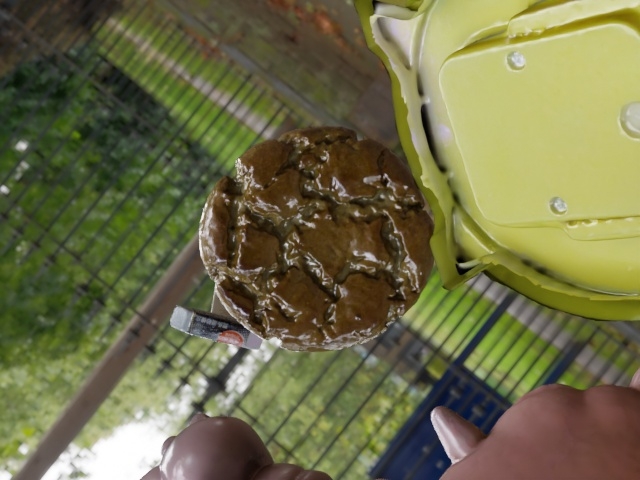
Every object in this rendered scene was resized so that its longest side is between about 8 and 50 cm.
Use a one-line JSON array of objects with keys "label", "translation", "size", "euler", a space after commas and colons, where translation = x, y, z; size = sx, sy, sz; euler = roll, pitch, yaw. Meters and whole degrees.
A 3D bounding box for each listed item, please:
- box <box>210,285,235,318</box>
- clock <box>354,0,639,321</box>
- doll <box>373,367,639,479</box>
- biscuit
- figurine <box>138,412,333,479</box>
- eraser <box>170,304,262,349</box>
[{"label": "box", "translation": [-0.133, 0.100, 1.590], "size": [0.053, 0.083, 0.024], "euler": [11, 169, -8]}, {"label": "clock", "translation": [0.171, -0.084, 0.711], "size": [0.293, 0.071, 0.277], "euler": [5, 118, 43]}, {"label": "doll", "translation": [0.111, 0.174, 0.498], "size": [0.211, 0.262, 0.093], "euler": [17, 172, 12]}, {"label": "biscuit", "translation": [0.000, 0.000, 1.019], "size": [0.226, 0.226, 0.042], "euler": [39, -179, -11]}, {"label": "figurine", "translation": [-0.078, 0.328, 1.349], "size": [0.287, 0.186, 0.176], "euler": [13, -145, 18]}, {"label": "eraser", "translation": [-0.104, 0.090, 1.123], "size": [0.099, 0.027, 0.019], "euler": [17, -171, -27]}]
